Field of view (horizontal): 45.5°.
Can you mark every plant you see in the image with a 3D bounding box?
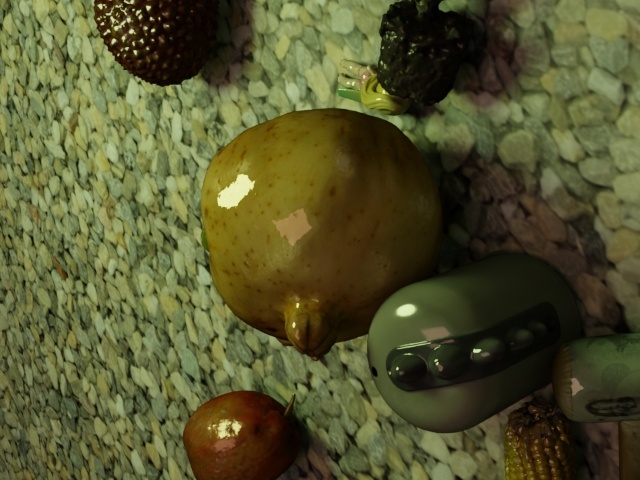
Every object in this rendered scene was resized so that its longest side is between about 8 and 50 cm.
[{"bbox_3d":[0.156,-0.308,1.112,0.131,0.142,0.203,14,133,12],"label":"plant"}]

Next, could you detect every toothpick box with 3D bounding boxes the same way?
[{"bbox_3d":[0.208,0.138,1.041,0.228,0.316,0.229,10,105,40],"label":"toothpick box"}]

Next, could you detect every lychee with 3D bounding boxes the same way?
[{"bbox_3d":[-0.299,-0.444,1.461,0.271,0.271,0.272,10,106,41],"label":"lychee"}]

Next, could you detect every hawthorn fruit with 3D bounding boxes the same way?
[{"bbox_3d":[-0.140,0.386,1.508,0.262,0.210,0.211,-34,75,29],"label":"hawthorn fruit"}]

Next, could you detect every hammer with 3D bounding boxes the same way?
[{"bbox_3d":[0.418,0.264,1.005,0.201,0.113,0.306,-6,111,17],"label":"hammer"}]

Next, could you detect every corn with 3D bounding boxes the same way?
[{"bbox_3d":[0.327,0.384,1.118,0.115,0.115,0.318,0,101,43],"label":"corn"}]

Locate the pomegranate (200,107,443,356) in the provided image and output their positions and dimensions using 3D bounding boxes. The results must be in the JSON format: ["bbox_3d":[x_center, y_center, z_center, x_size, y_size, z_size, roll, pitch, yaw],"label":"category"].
[{"bbox_3d":[0.000,0.000,1.147,0.409,0.410,0.411,10,106,41],"label":"pomegranate"}]

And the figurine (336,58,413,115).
[{"bbox_3d":[0.082,-0.250,1.252,0.187,0.083,0.083,40,124,42],"label":"figurine"}]

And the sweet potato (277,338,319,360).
[{"bbox_3d":[-0.069,0.186,1.500,0.179,0.044,0.044,24,114,38],"label":"sweet potato"}]

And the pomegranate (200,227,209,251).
[{"bbox_3d":[-0.207,-0.009,1.579,0.073,0.085,0.073,12,128,16],"label":"pomegranate"}]
